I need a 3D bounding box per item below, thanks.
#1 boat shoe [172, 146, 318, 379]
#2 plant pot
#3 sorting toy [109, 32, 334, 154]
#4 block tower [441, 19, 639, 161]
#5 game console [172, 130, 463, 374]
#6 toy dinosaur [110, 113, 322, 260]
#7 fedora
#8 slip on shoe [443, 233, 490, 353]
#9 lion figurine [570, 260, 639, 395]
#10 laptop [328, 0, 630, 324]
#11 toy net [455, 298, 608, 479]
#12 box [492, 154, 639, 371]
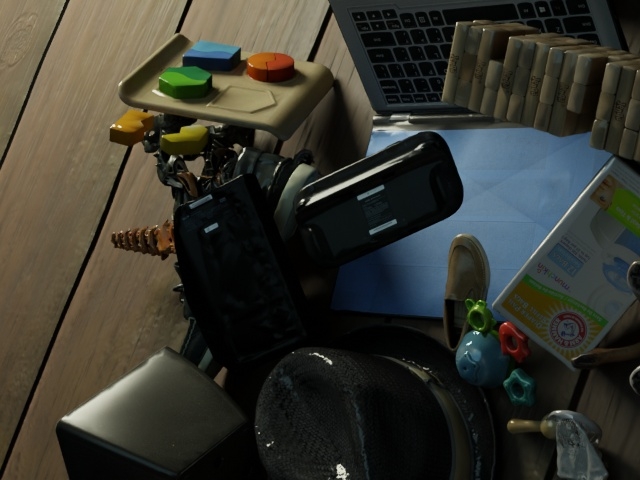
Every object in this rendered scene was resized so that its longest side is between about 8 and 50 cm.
[{"bbox_3d":[-0.125,0.038,1.965,0.113,0.127,0.340,29,109,8],"label":"boat shoe"},{"bbox_3d":[-0.169,0.265,1.859,0.167,0.187,0.188,17,38,38],"label":"plant pot"},{"bbox_3d":[-0.132,-0.185,1.999,0.229,0.307,0.041,15,121,13],"label":"sorting toy"},{"bbox_3d":[0.288,-0.146,1.611,0.335,0.091,0.097,23,113,36],"label":"block tower"},{"bbox_3d":[0.000,0.000,1.835,0.361,0.044,0.213,-25,81,19],"label":"game console"},{"bbox_3d":[-0.149,-0.060,2.077,0.322,0.164,0.218,-16,74,10],"label":"toy dinosaur"},{"bbox_3d":[0.030,0.228,1.770,0.334,0.152,0.334,-19,58,33],"label":"fedora"},{"bbox_3d":[0.159,0.061,1.787,0.051,0.041,0.135,7,97,40],"label":"slip on shoe"},{"bbox_3d":[0.432,0.003,1.537,0.392,0.240,0.142,-36,81,37],"label":"lion figurine"},{"bbox_3d":[0.142,-0.139,1.809,0.382,0.408,0.236,1,37,40],"label":"laptop"},{"bbox_3d":[0.232,0.160,1.677,0.232,0.045,0.122,42,134,29],"label":"toy net"},{"bbox_3d":[0.286,0.020,1.648,0.114,0.103,0.203,40,104,6],"label":"box"}]
